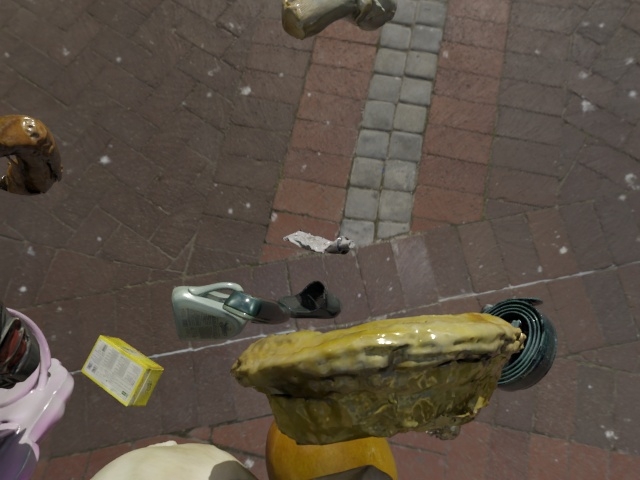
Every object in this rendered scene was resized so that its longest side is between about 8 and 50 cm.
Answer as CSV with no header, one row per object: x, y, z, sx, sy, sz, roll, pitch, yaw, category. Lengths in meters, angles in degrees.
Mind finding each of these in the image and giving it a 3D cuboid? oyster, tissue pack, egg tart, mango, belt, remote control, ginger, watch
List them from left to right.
-0.489,0.222,0.593,0.211,0.217,0.248,-15,35,17,watch
-0.610,-0.174,0.913,0.133,0.309,0.107,-19,83,-32,ginger
-0.461,0.302,1.026,0.176,0.062,0.095,20,79,27,tissue pack
-0.102,0.115,0.739,0.072,0.222,0.042,21,84,12,remote control
0.032,0.412,0.768,0.211,0.173,0.317,-28,95,-32,mango
0.054,0.128,0.414,0.279,0.279,0.095,-6,73,1,egg tart
0.423,0.581,1.480,0.100,0.275,0.271,20,37,10,oyster
0.511,0.269,1.169,0.116,0.206,0.267,30,99,-32,belt

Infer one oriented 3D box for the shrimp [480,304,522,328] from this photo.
0.587,0.303,1.323,0.172,0.372,0.137,-18,115,4,shrimp

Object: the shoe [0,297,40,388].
-0.358,0.112,0.472,0.228,0.112,0.099,-26,44,39,shoe

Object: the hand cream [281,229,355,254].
0.001,0.004,1.271,0.084,0.257,0.050,-29,116,-40,hand cream

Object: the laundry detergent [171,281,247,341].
-0.329,0.230,1.444,0.281,0.105,0.214,-4,119,-6,laundry detergent

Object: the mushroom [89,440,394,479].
-0.103,0.352,0.407,0.315,0.356,0.315,6,82,-41,mushroom

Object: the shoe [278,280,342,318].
-0.015,0.176,1.343,0.108,0.241,0.093,42,118,40,shoe

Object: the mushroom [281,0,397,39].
0.043,-0.424,0.794,0.278,0.096,0.099,-32,90,-38,mushroom
